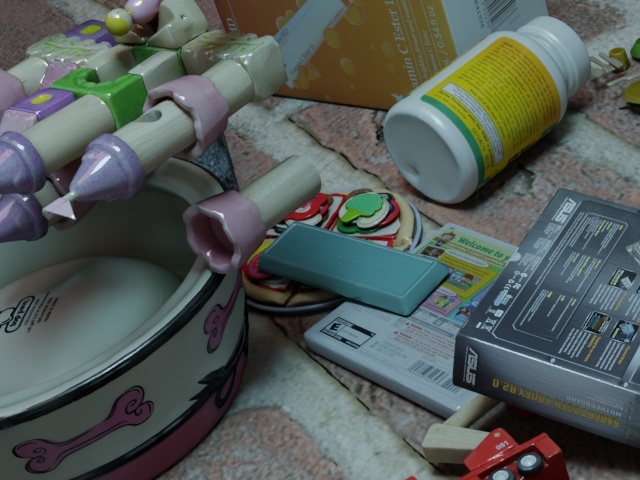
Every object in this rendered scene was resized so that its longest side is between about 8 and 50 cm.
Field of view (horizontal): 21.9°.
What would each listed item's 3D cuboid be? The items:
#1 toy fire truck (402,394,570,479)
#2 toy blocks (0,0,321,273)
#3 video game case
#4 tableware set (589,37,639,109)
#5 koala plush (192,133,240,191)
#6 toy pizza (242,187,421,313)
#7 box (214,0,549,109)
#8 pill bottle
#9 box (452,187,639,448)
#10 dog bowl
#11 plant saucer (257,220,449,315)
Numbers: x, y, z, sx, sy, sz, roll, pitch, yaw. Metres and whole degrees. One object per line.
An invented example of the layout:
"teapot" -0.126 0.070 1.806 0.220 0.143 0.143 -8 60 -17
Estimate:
"toy fire truck" 0.124 0.166 1.285 0.192 0.047 0.135 -27 32 -11
"toy blocks" -0.206 -0.118 1.369 0.288 0.309 0.260 13 38 42
"video game case" 0.120 0.068 1.462 0.193 0.023 0.212 -37 34 -24
"tableware set" 0.343 -0.169 1.704 0.104 0.024 0.154 -23 30 -11
"koala plush" -0.207 -0.079 1.721 0.221 0.196 0.203 -16 42 -2
"toy pizza" 0.000 0.000 1.623 0.201 0.032 0.201 -14 32 9
"box" 0.057 -0.282 1.848 0.345 0.215 0.168 11 44 41
"pill bottle" 0.173 -0.138 1.657 0.208 0.117 0.117 -38 36 -27
"box" 0.233 0.058 1.319 0.183 0.056 0.231 18 40 20
"dog bowl" -0.247 0.091 1.511 0.408 0.150 0.408 -14 33 9
"plant saucer" 0.026 0.021 1.537 0.192 0.018 0.067 15 48 41
